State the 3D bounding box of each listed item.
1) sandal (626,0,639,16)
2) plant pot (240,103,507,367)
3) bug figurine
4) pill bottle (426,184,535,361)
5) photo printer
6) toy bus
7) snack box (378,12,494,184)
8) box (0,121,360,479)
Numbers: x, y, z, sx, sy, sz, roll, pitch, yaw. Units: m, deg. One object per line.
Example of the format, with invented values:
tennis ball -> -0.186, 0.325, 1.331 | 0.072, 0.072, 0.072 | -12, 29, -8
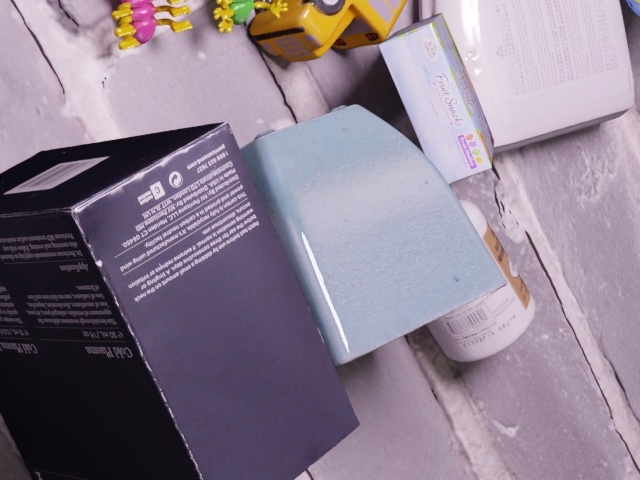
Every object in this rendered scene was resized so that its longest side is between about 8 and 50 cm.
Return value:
sandal -> 0.474, -0.384, 1.967 | 0.317, 0.126, 0.138 | -73, 147, -49
plant pot -> 0.000, 0.000, 1.565 | 0.248, 0.247, 0.252 | -22, 87, -37
bug figurine -> -0.144, -0.315, 1.516 | 0.279, 0.072, 0.216 | -18, 123, -27
pill bottle -> 0.154, 0.023, 1.743 | 0.131, 0.131, 0.229 | -47, 116, -29
photo printer -> 0.259, -0.252, 1.848 | 0.307, 0.107, 0.256 | -19, 100, -37
toy bus -> 0.051, -0.342, 1.688 | 0.130, 0.108, 0.332 | 43, 64, -32
snack box -> 0.138, -0.165, 1.645 | 0.207, 0.070, 0.174 | -56, 124, -74
box -> -0.183, 0.077, 1.342 | 0.179, 0.343, 0.312 | -33, 109, -35
